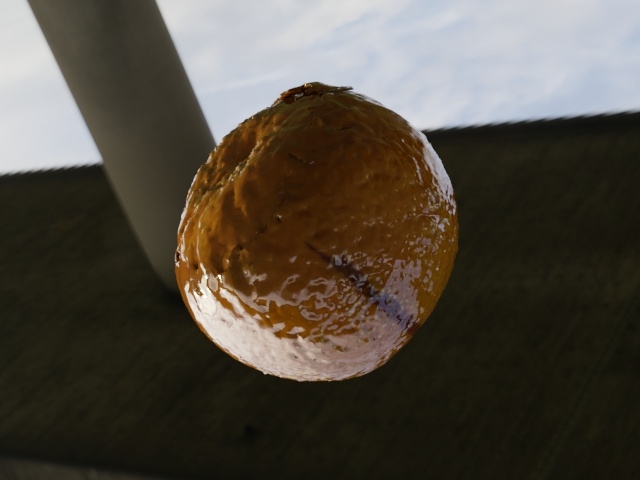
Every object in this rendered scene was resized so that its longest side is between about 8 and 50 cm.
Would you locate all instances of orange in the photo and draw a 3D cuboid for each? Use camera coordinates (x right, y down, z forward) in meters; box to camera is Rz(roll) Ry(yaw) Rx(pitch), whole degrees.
[{"bbox_3d":[0.000,0.000,0.698,0.193,0.161,0.193,-44,-155,26],"label":"orange"}]
